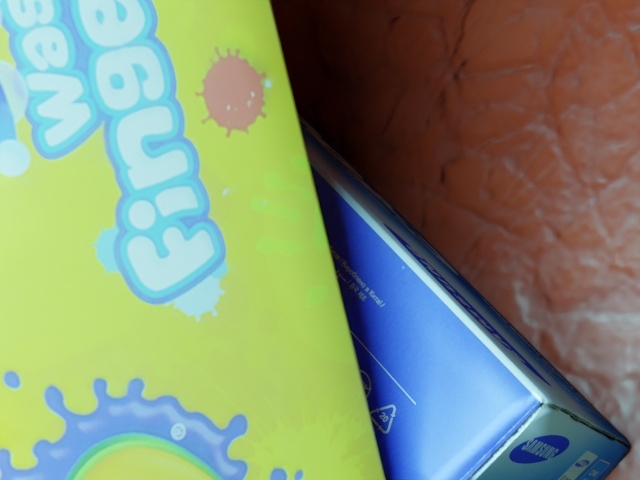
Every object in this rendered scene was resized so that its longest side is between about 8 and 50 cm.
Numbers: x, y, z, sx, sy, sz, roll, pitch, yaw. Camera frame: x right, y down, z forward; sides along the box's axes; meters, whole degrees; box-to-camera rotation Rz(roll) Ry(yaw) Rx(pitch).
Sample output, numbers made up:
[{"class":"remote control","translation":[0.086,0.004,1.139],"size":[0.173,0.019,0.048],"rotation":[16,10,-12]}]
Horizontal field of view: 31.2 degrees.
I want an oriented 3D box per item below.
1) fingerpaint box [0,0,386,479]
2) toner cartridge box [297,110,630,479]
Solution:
[{"class":"fingerpaint box","translation":[-0.167,-0.022,0.533],"size":[0.371,0.163,0.444],"rotation":[-3,103,55]},{"class":"toner cartridge box","translation":[0.000,0.000,0.607],"size":[0.075,0.165,0.348],"rotation":[-47,60,8]}]
